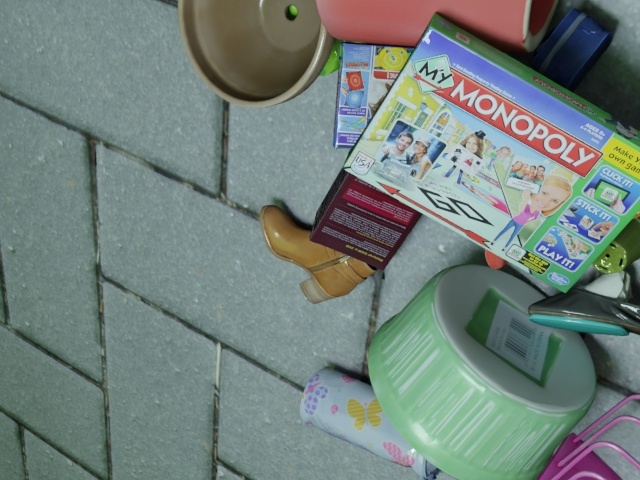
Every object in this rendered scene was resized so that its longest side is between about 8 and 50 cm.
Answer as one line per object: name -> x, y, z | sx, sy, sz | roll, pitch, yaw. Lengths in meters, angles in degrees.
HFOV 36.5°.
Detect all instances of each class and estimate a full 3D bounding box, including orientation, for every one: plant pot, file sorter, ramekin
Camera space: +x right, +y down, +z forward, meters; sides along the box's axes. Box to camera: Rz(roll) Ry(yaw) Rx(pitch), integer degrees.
plant pot -> -0.064, -0.300, 1.281 | 0.237, 0.110, 0.237 | 10, 109, 32
file sorter -> 0.409, 0.375, 1.320 | 0.202, 0.291, 0.182 | 44, 132, 10
plant pot -> 0.387, 0.004, 1.263 | 0.083, 0.079, 0.083 | 21, 127, 30
ramekin -> 0.232, 0.175, 1.346 | 0.303, 0.303, 0.148 | 42, 126, 12
plant pot -> 0.157, -0.343, 1.138 | 0.243, 0.275, 0.275 | 18, 126, 18

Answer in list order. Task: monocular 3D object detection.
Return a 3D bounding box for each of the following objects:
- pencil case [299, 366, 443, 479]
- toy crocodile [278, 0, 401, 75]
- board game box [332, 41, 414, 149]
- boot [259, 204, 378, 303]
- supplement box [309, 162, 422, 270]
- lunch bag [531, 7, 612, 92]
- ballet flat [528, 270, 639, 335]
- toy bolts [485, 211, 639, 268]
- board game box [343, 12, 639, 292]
pencil case -> 0.097, 0.311, 1.662 | 0.273, 0.113, 0.124 | 19, 163, 29
toy crocodile -> 0.082, -0.246, 1.338 | 0.340, 0.115, 0.105 | 41, 133, 13
board game box -> 0.121, -0.180, 1.245 | 0.201, 0.035, 0.136 | 3, 106, -6
boot -> 0.000, 0.000, 1.592 | 0.152, 0.073, 0.197 | -30, 98, 41
supplement box -> 0.089, -0.072, 1.434 | 0.130, 0.073, 0.239 | 23, 133, -9
lunch bag -> 0.300, -0.229, 1.185 | 0.065, 0.067, 0.098 | 40, 99, 16
ballet flat -> 0.421, 0.095, 1.284 | 0.280, 0.095, 0.096 | 13, 80, 22
toy bolts -> 0.308, -0.078, 1.242 | 0.218, 0.158, 0.228 | 14, 126, 6
board game box -> 0.213, -0.094, 1.129 | 0.317, 0.046, 0.213 | 28, 127, -5
